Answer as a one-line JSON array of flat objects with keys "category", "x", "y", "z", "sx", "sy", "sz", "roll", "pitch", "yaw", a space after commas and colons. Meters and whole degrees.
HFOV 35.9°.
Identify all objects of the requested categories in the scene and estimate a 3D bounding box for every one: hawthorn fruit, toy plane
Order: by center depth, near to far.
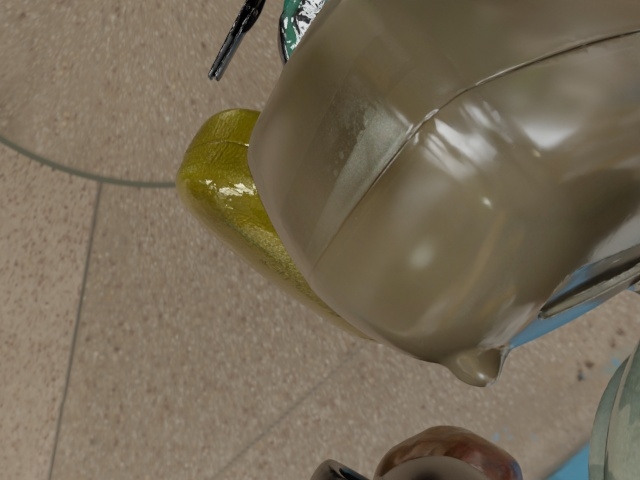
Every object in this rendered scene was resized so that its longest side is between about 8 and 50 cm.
[{"category": "toy plane", "x": 0.023, "y": -0.316, "z": 1.059, "sx": 0.155, "sy": 0.106, "sz": 0.381, "roll": 27, "pitch": 97, "yaw": 7}, {"category": "hawthorn fruit", "x": 0.188, "y": 0.349, "z": 1.332, "sx": 0.208, "sy": 0.248, "sz": 0.208, "roll": 3, "pitch": 96, "yaw": 34}]

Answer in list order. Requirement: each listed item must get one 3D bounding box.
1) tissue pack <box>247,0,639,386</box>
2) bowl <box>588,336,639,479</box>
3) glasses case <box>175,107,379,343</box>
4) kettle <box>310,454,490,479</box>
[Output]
[{"category": "tissue pack", "x": 0.160, "y": -0.070, "z": 0.796, "sx": 0.387, "sy": 0.277, "sz": 0.267, "roll": -20, "pitch": 152, "yaw": -41}, {"category": "bowl", "x": 0.316, "y": 0.162, "z": 0.676, "sx": 0.435, "sy": 0.196, "sz": 0.434, "roll": 3, "pitch": 86, "yaw": -38}, {"category": "glasses case", "x": 0.000, "y": 0.000, "z": 1.170, "sx": 0.371, "sy": 0.173, "sz": 0.141, "roll": 38, "pitch": 56, "yaw": -28}, {"category": "kettle", "x": 0.085, "y": 0.242, "z": 0.821, "sx": 0.202, "sy": 0.232, "sz": 0.144, "roll": 37, "pitch": 84, "yaw": 8}]
